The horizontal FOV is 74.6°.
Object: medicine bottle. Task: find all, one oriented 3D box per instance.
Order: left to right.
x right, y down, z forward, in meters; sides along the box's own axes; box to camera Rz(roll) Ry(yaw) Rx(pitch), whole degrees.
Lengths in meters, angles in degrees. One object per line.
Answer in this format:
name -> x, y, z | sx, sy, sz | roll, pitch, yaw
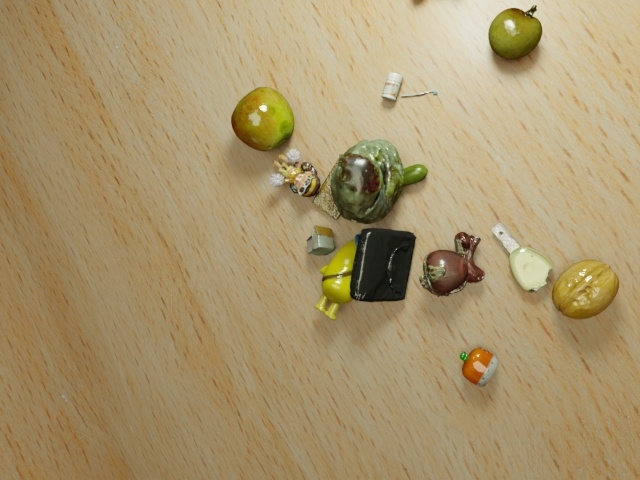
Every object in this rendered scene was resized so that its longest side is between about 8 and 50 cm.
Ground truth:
medicine bottle -> 0.262, -0.560, 1.536 | 0.057, 0.057, 0.089 | 22, 103, 18

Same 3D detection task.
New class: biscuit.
biscuit -> 0.076, -0.211, 1.661 | 0.131, 0.026, 0.236 | 36, 106, 12

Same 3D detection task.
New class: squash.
squash -> 0.299, -0.227, 1.553 | 0.201, 0.066, 0.066 | -19, 88, 28

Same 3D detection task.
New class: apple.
apple -> -0.223, -0.472, 1.670 | 0.226, 0.246, 0.246 | 43, 110, -8

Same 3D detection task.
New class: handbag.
handbag -> 0.228, 0.092, 1.544 | 0.088, 0.245, 0.274 | 20, 105, 62

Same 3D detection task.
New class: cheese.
cheese -> 0.683, 0.048, 1.435 | 0.127, 0.050, 0.255 | -38, 82, 21

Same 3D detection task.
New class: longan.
longan -> 0.619, -0.664, 1.330 | 0.155, 0.176, 0.144 | 5, 54, -12

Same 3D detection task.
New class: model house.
model house -> 0.000, 0.000, 1.689 | 0.101, 0.088, 0.100 | -32, 56, 52

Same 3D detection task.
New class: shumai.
shumai -> 0.118, -0.212, 1.474 | 0.304, 0.264, 0.308 | -10, 85, 29

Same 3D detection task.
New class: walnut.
walnut -> 0.836, 0.154, 1.333 | 0.159, 0.159, 0.206 | 40, 113, 13

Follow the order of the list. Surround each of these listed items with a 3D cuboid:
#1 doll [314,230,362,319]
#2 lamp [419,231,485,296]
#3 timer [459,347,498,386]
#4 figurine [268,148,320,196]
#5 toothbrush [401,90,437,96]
doll -> 0.088, 0.124, 1.631 | 0.200, 0.145, 0.362 | 30, 97, 30
lamp -> 0.452, 0.086, 1.491 | 0.224, 0.151, 0.214 | -14, 98, -21
timer -> 0.557, 0.444, 1.503 | 0.136, 0.099, 0.136 | -4, 81, 25
figurine -> -0.103, -0.264, 1.678 | 0.240, 0.116, 0.174 | 40, 106, 19
toothbrush -> 0.358, -0.532, 1.526 | 0.132, 0.011, 0.013 | 2, 75, 22
